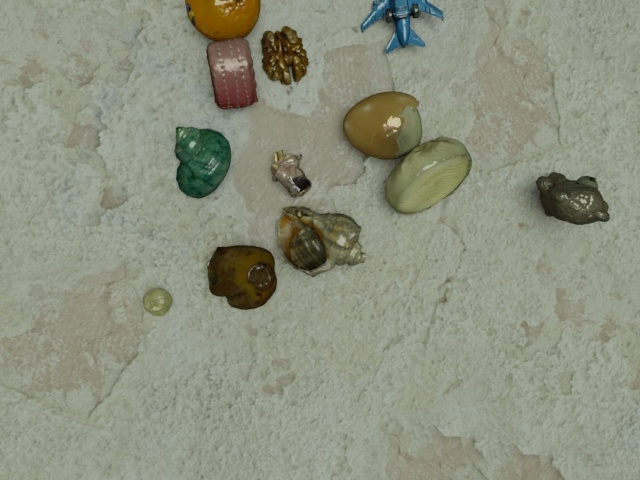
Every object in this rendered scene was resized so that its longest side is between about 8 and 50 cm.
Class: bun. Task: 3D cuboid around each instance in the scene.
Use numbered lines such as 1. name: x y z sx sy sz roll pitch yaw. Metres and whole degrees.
1. bun: 0.312 -0.204 1.718 0.287 0.287 0.146 -33 66 -7
2. bun: -0.483 0.182 1.686 0.086 0.055 0.086 0 92 -8

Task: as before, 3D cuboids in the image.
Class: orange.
1. orange: -0.277 -0.681 1.630 0.219 0.193 0.220 4 79 -22

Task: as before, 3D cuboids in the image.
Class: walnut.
1. walnut: -0.109 -0.557 1.716 0.142 0.069 0.170 -20 97 -9

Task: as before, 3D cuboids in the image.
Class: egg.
1. egg: 0.189 -0.342 1.705 0.244 0.201 0.201 1 92 3

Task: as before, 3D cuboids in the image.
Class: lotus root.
1. lotus root: -0.208 0.112 1.647 0.188 0.180 0.199 -5 96 -31

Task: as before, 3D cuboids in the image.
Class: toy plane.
1. toy plane: 0.245 -0.719 1.753 0.253 0.105 0.272 -7 97 6

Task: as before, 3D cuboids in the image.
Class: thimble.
1. thimble: -0.255 -0.484 1.640 0.124 0.190 0.163 -11 50 -9

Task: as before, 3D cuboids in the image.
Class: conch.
1. conch: 0.010 0.004 1.713 0.291 0.159 0.210 32 97 29
2. conch: -0.351 -0.238 1.654 0.196 0.134 0.202 -35 97 -8

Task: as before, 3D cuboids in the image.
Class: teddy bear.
1. teddy bear: 0.774 -0.129 1.766 0.235 0.267 0.151 25 95 5

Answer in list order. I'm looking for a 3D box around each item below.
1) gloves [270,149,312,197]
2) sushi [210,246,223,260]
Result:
1. gloves: -0.091 -0.196 1.717 0.110 0.094 0.144 -13 74 -17
2. sushi: -0.306 0.059 1.724 0.045 0.044 0.083 18 87 13
